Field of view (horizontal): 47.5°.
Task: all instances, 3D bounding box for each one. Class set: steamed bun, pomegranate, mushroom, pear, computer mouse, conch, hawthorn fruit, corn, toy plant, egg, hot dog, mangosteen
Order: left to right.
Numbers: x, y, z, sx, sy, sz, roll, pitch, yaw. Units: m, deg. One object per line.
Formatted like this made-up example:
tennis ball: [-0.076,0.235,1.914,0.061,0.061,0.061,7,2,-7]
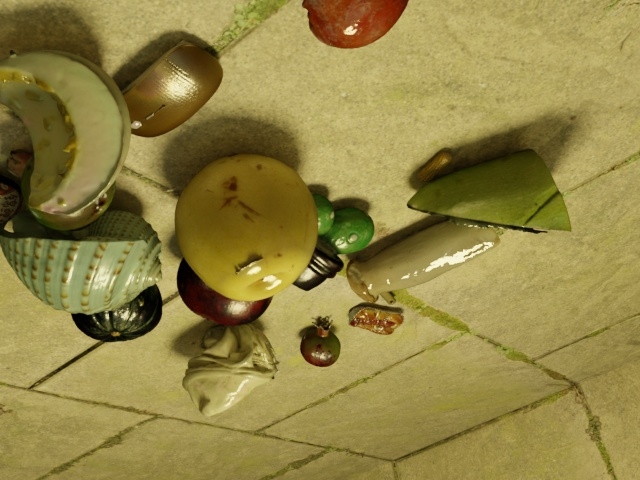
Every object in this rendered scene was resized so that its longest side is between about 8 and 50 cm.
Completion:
pomegranate: [-0.497,-0.115,1.375,0.210,0.180,0.180,26,147,11]
egg: [-0.416,-0.196,1.231,0.207,0.162,0.270,-20,102,3]
conch: [-0.495,0.049,1.507,0.319,0.215,0.303,0,-172,2]
computer mouse: [-0.285,-0.261,1.308,0.245,0.056,0.126,-30,143,27]
steamed bun: [-0.277,0.348,2.087,0.280,0.207,0.268,-31,-174,-4]
mangosteen: [-0.213,0.067,1.722,0.236,0.235,0.261,13,97,-34]
pear: [-0.148,-0.024,1.500,0.309,0.309,0.309,-9,147,-6]
toy plant: [0.000,0.000,1.710,0.218,0.175,0.235,32,101,-40]
pomegranate: [0.004,0.317,2.213,0.130,0.129,0.159,-3,145,-15]
hawthorn fruit: [0.055,-0.385,1.134,0.173,0.172,0.173,-9,147,-6]
hot dog: [0.168,0.244,2.224,0.191,0.059,0.108,16,134,-33]
mushroom: [0.265,0.040,1.875,0.408,0.154,0.137,-21,108,20]
corn: [0.261,-0.166,1.651,0.037,0.037,0.092,14,135,-35]

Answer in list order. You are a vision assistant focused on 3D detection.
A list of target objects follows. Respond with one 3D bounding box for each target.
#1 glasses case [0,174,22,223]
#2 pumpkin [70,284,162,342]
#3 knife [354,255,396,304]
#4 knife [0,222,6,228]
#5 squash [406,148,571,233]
glasses case: [-0.723,-0.109,1.362,0.122,0.082,0.321,-37,140,29]
pumpkin: [-0.496,0.160,1.776,0.221,0.161,0.220,-4,147,-3]
knife: [0.157,0.110,2.053,0.047,0.017,0.298,-24,141,17]
knife: [-0.701,-0.019,1.573,0.023,0.010,0.170,12,141,-34]
squash: [0.369,-0.070,1.661,0.309,0.210,0.233,-22,-170,5]
